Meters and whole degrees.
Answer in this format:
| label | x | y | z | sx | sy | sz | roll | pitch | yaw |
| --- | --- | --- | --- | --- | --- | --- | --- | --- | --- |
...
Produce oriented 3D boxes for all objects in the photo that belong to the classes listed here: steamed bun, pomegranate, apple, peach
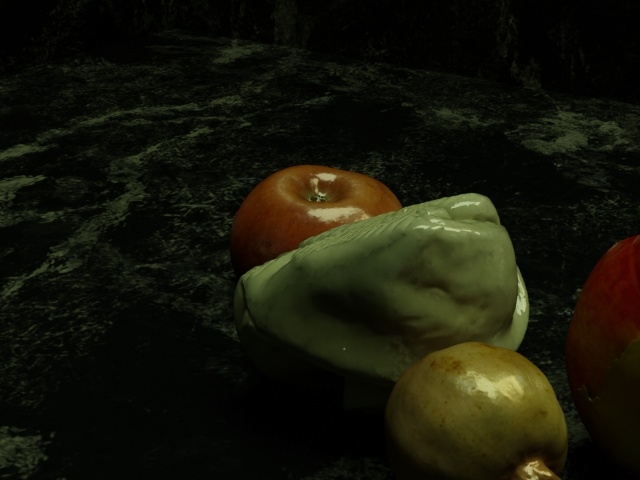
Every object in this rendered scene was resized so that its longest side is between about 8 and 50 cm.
| label | x | y | z | sx | sy | sz | roll | pitch | yaw |
| --- | --- | --- | --- | --- | --- | --- | --- | --- | --- |
| steamed bun | 0.092 | 0.095 | 1.461 | 0.367 | 0.255 | 0.342 | -19 | 3 | 39 |
| pomegranate | 0.163 | 0.211 | 1.259 | 0.207 | 0.207 | 0.207 | 5 | 20 | -2 |
| apple | 0.000 | 0.000 | 1.783 | 0.271 | 0.206 | 0.251 | 12 | 24 | 14 |
| peach | 0.459 | 0.122 | 1.362 | 0.370 | 0.370 | 0.370 | 5 | 20 | -2 |

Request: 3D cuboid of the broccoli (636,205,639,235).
| label | x | y | z | sx | sy | sz | roll | pitch | yaw |
| --- | --- | --- | --- | --- | --- | --- | --- | --- | --- |
| broccoli | 0.701 | -0.010 | 1.956 | 0.321 | 0.304 | 0.283 | 2 | 51 | -2 |
